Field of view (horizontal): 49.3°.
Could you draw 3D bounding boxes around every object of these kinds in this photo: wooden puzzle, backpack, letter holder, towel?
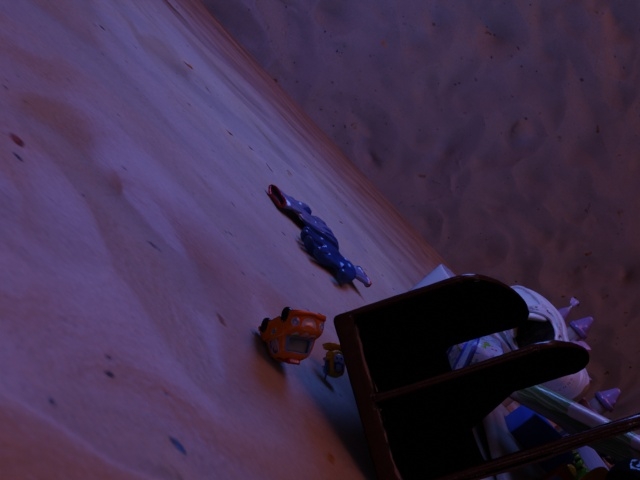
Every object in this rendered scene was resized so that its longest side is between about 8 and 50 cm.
[{"bbox_3d":[0.351,0.359,0.962,0.322,0.080,0.348,47,10,-7],"label":"wooden puzzle"},{"bbox_3d":[0.207,0.179,0.986,0.084,0.104,0.114,26,6,5],"label":"backpack"},{"bbox_3d":[0.181,0.123,0.637,0.302,0.215,0.151,28,43,-63],"label":"letter holder"},{"bbox_3d":[0.389,0.264,0.853,0.248,0.038,0.325,34,-5,-36],"label":"towel"}]

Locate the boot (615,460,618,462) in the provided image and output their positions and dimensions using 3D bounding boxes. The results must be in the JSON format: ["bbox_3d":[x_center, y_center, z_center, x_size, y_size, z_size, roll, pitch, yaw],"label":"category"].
[{"bbox_3d":[0.810,0.572,1.773,0.090,0.206,0.248,2,34,-16],"label":"boot"}]

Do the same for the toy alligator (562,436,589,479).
[{"bbox_3d":[0.487,0.436,1.334,0.189,0.051,0.056,50,10,13],"label":"toy alligator"}]

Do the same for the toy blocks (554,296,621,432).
[{"bbox_3d":[0.548,0.263,1.663,0.309,0.260,0.288,45,11,-18],"label":"toy blocks"}]

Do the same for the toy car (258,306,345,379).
[{"bbox_3d":[0.001,0.090,0.574,0.122,0.060,0.040,28,53,-45],"label":"toy car"}]

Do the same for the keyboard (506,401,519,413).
[{"bbox_3d":[0.434,0.386,1.430,0.256,0.014,0.072,43,16,-25],"label":"keyboard"}]

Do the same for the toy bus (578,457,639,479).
[{"bbox_3d":[0.349,0.342,0.667,0.211,0.149,0.220,57,-26,-5],"label":"toy bus"}]

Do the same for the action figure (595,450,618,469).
[{"bbox_3d":[0.720,0.551,1.652,0.164,0.141,0.275,44,13,-7],"label":"action figure"}]

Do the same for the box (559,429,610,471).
[{"bbox_3d":[0.569,0.480,1.448,0.183,0.056,0.231,57,9,28],"label":"box"}]

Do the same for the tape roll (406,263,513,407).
[{"bbox_3d":[0.286,0.180,1.326,0.286,0.100,0.286,46,10,-10],"label":"tape roll"}]

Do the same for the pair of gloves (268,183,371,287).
[{"bbox_3d":[0.000,0.000,1.014,0.159,0.023,0.198,35,15,-47],"label":"pair of gloves"}]

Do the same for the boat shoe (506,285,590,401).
[{"bbox_3d":[0.367,0.153,1.196,0.096,0.098,0.277,44,15,-28],"label":"boat shoe"}]
